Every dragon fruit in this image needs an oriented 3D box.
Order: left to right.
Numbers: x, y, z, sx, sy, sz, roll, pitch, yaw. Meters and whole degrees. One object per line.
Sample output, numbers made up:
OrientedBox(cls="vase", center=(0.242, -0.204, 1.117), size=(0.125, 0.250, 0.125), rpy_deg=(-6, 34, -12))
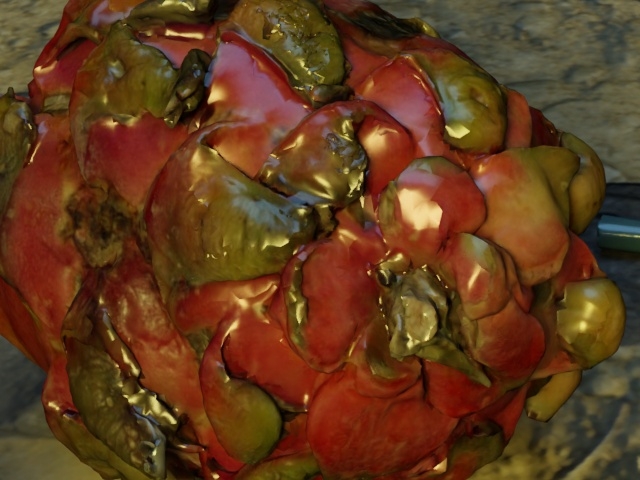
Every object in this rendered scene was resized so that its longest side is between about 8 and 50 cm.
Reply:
OrientedBox(cls="dragon fruit", center=(0.000, 0.000, 0.837), size=(0.291, 0.250, 0.269), rpy_deg=(12, 16, 35))

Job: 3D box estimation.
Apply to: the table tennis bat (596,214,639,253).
OrientedBox(cls="table tennis bat", center=(0.229, 0.005, 1.004), size=(0.155, 0.019, 0.100), rpy_deg=(8, 34, 16))
